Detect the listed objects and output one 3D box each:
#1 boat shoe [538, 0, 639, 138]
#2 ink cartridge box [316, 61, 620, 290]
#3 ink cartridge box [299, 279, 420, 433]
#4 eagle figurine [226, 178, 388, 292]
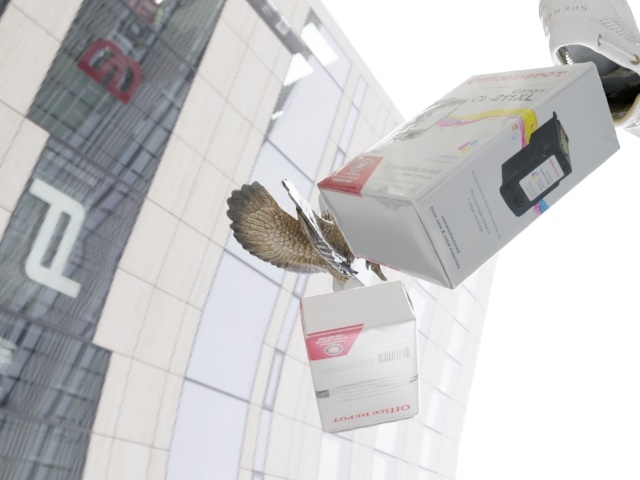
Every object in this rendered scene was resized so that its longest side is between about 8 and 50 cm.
[{"bbox_3d":[0.311,-0.158,0.666,0.098,0.277,0.096,-12,-121,49],"label":"boat shoe"},{"bbox_3d":[0.105,-0.054,0.465,0.175,0.072,0.127,-37,-156,-18],"label":"ink cartridge box"},{"bbox_3d":[0.062,0.178,0.946,0.158,0.218,0.092,-10,-144,-2],"label":"ink cartridge box"},{"bbox_3d":[-0.003,-0.009,1.163,0.226,0.298,0.225,-57,-135,30],"label":"eagle figurine"}]
